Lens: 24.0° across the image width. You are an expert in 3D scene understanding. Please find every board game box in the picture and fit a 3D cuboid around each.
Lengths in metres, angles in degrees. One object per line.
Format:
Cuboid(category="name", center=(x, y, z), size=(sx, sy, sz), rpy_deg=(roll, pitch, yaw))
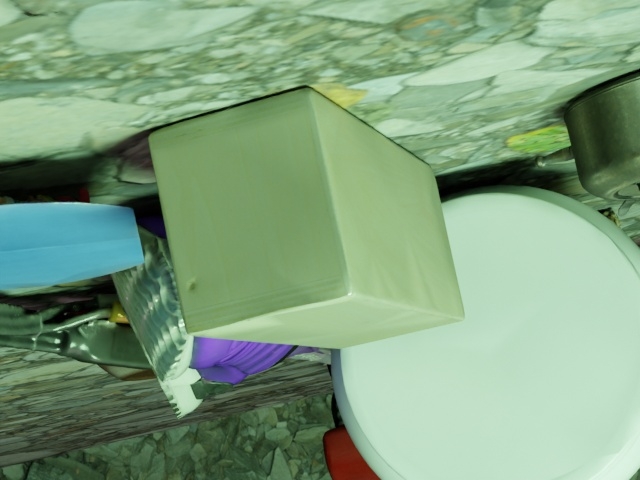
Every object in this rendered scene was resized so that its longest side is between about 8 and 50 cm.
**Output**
Cuboid(category="board game box", center=(-0.162, -0.009, 0.781), size=(0.133, 0.033, 0.169), rpy_deg=(-6, 166, -5))

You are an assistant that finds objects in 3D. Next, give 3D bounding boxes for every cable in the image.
Cuboid(category="cable", center=(-0.200, 0.051, 1.127), size=(0.287, 0.072, 0.139), rpy_deg=(14, 172, -44))

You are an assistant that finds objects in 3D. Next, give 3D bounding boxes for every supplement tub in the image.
Cuboid(category="supplement tub", center=(0.138, 0.089, 1.114), size=(0.241, 0.241, 0.331), rpy_deg=(-13, 171, 7))

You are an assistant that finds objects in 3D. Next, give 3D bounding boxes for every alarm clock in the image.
Cuboid(category="alarm clock", center=(0.215, -0.066, 0.835), size=(0.129, 0.064, 0.192), rpy_deg=(-7, 167, -26))

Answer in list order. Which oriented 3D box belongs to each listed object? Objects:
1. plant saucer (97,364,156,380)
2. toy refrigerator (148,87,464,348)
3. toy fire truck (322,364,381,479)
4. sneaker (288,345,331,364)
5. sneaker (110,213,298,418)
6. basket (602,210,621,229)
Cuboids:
Cuboid(category="plant saucer", center=(-0.142, 0.116, 1.577), size=(0.198, 0.036, 0.198), rpy_deg=(-12, 170, -2))
Cuboid(category="toy refrigerator", center=(0.000, 0.000, 0.822), size=(0.094, 0.102, 0.269), rpy_deg=(-14, 171, 15))
Cuboid(category="toy fire truck", center=(0.058, 0.159, 1.608), size=(0.158, 0.217, 0.246), rpy_deg=(-14, 156, 19))
Cuboid(category="sneaker", center=(-0.009, 0.066, 1.293), size=(0.104, 0.095, 0.236), rpy_deg=(-7, 168, 12))
Cuboid(category="sneaker", center=(-0.054, 0.028, 0.981), size=(0.146, 0.102, 0.293), rpy_deg=(-25, 169, -9))
Cuboid(category="basket", center=(0.198, 0.113, 1.429), size=(0.223, 0.213, 0.299), rpy_deg=(-14, 171, 8))
